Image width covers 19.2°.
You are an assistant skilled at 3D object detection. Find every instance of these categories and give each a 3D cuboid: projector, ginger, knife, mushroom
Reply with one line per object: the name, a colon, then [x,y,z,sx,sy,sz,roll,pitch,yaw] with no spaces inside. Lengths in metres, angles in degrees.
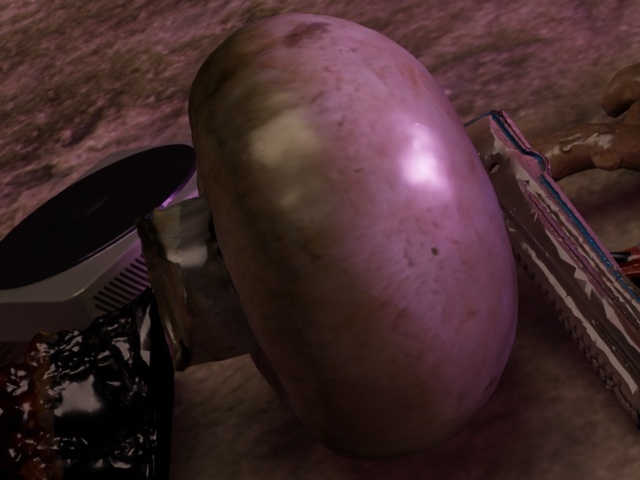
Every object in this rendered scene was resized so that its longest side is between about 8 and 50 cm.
projector: [-0.193,0.004,1.728,0.259,0.079,0.257,-4,33,52]
ginger: [0.280,-0.106,1.570,0.259,0.065,0.149,-20,30,-3]
knife: [0.202,0.028,1.404,0.089,0.043,0.365,-36,52,-1]
mushroom: [0.000,0.000,1.398,0.260,0.352,0.352,-17,33,-6]

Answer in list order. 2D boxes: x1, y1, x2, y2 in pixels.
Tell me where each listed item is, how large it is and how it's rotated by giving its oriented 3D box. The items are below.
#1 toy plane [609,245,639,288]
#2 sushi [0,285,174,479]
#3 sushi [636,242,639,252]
toy plane: [0.265,0.019,1.429,0.189,0.061,0.130,-19,36,21]
sushi: [-0.200,0.146,1.512,0.151,0.153,0.172,-4,57,1]
sushi: [0.332,0.040,1.292,0.192,0.050,0.215,-17,50,3]
